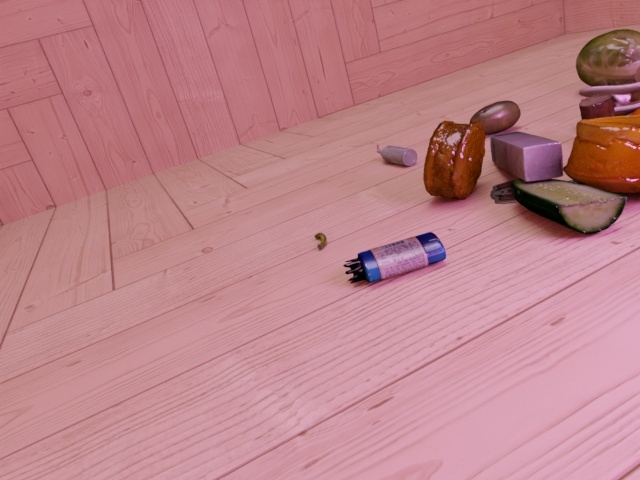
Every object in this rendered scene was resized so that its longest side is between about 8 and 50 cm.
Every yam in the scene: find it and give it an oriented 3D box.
[{"bbox_3d":[0.695,-0.293,1.209,0.084,0.127,0.084,-18,19,6],"label":"yam"}]

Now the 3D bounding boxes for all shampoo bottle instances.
[{"bbox_3d":[0.134,0.035,0.904,0.183,0.050,0.087,-16,24,-2],"label":"shampoo bottle"},{"bbox_3d":[0.238,-0.279,1.574,0.056,0.056,0.195,-23,22,-17],"label":"shampoo bottle"}]

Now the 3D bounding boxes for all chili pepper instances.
[{"bbox_3d":[0.000,-0.001,1.123,0.030,0.017,0.083,-15,23,6],"label":"chili pepper"}]

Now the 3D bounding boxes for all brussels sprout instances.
[{"bbox_3d":[1.018,-0.621,1.675,0.244,0.244,0.244,-14,22,6],"label":"brussels sprout"}]

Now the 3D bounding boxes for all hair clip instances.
[{"bbox_3d":[0.846,-0.396,1.334,0.282,0.113,0.172,-15,0,14],"label":"hair clip"}]

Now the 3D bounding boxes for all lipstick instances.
[{"bbox_3d":[0.471,-0.204,1.136,0.080,0.076,0.371,-7,15,11],"label":"lipstick"}]

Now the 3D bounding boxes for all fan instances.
[{"bbox_3d":[0.495,-0.121,1.086,0.220,0.009,0.132,-9,26,19],"label":"fan"}]

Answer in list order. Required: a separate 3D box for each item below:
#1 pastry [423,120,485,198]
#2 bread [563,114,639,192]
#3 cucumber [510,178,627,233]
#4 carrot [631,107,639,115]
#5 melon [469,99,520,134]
[{"bbox_3d":[0.315,-0.191,1.140,0.103,0.188,0.189,15,35,29],"label":"pastry"},{"bbox_3d":[0.615,-0.168,0.928,0.270,0.142,0.195,-4,22,0],"label":"bread"},{"bbox_3d":[0.450,-0.074,0.931,0.115,0.063,0.244,-9,20,-2],"label":"cucumber"},{"bbox_3d":[0.903,-0.348,1.290,0.210,0.061,0.061,-26,24,-30],"label":"carrot"},{"bbox_3d":[0.566,-0.397,1.576,0.162,0.099,0.099,-19,22,6],"label":"melon"}]
